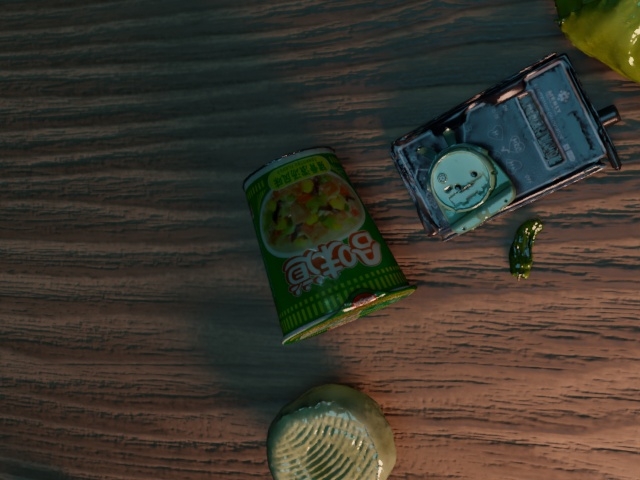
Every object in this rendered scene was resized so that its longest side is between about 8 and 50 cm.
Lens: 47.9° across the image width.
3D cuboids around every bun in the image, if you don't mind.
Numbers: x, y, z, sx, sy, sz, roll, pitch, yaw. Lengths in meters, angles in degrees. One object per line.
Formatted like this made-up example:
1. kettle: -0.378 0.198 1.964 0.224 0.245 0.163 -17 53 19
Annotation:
1. bun: 0.020 0.300 1.061 0.195 0.118 0.196 4 102 19

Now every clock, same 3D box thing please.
1. clock: 0.189 -0.084 0.974 0.101 0.041 0.135 -37 85 23

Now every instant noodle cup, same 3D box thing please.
1. instant noodle cup: 0.000 0.000 1.010 0.207 0.207 0.233 -25 79 19

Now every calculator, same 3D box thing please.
1. calculator: 0.240 -0.120 0.985 0.274 0.028 0.166 -27 86 25

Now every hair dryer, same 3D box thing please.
1. hair dryer: 0.381 -0.132 0.952 0.047 0.026 0.083 -23 91 20

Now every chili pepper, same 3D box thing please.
1. chili pepper: 0.282 0.011 0.998 0.030 0.034 0.091 11 99 -17

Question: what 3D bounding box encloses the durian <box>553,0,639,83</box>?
1. durian: 0.448 -0.275 0.812 0.339 0.204 0.256 37 143 7
